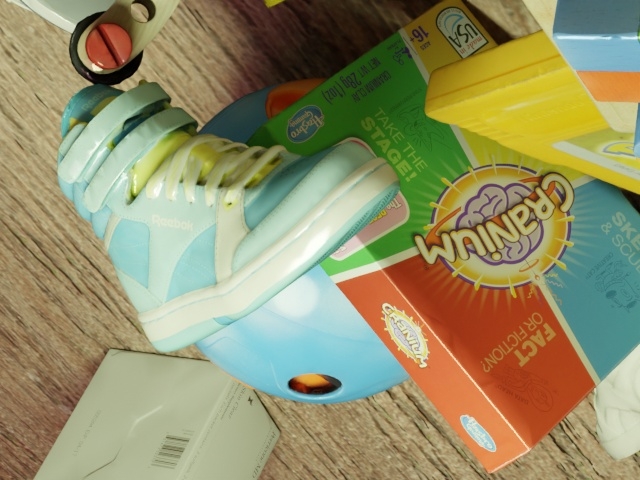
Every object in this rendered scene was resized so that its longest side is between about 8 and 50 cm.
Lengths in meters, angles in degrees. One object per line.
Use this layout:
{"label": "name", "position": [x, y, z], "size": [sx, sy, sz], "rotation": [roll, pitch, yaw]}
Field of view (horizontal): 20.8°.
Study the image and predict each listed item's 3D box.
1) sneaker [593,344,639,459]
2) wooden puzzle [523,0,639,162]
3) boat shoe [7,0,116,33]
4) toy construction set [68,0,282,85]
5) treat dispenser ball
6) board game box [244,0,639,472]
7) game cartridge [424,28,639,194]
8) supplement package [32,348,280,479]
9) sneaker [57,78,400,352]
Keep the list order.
{"label": "sneaker", "position": [0.289, 0.110, 1.676], "size": [0.169, 0.108, 0.292], "rotation": [48, 165, 11]}
{"label": "wooden puzzle", "position": [0.279, -0.095, 0.961], "size": [0.322, 0.080, 0.348], "rotation": [3, 168, 26]}
{"label": "boat shoe", "position": [-0.283, -0.265, 1.566], "size": [0.258, 0.095, 0.084], "rotation": [41, 151, -2]}
{"label": "toy construction set", "position": [-0.115, -0.284, 1.321], "size": [0.237, 0.257, 0.309], "rotation": [-19, 164, -6]}
{"label": "treat dispenser ball", "position": [0.000, 0.000, 1.534], "size": [0.288, 0.288, 0.288], "rotation": [19, 148, 13]}
{"label": "board game box", "position": [0.120, -0.013, 1.381], "size": [0.316, 0.242, 0.064], "rotation": [50, 145, 2]}
{"label": "game cartridge", "position": [0.285, -0.087, 1.276], "size": [0.324, 0.052, 0.285], "rotation": [15, 165, -29]}
{"label": "supplement package", "position": [-0.208, 0.285, 2.126], "size": [0.204, 0.262, 0.145], "rotation": [5, 142, 32]}
{"label": "sneaker", "position": [-0.090, -0.048, 1.273], "size": [0.208, 0.127, 0.319], "rotation": [55, 142, -3]}
